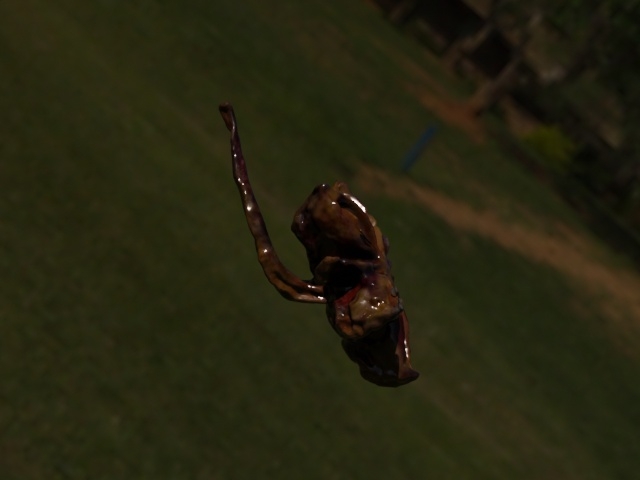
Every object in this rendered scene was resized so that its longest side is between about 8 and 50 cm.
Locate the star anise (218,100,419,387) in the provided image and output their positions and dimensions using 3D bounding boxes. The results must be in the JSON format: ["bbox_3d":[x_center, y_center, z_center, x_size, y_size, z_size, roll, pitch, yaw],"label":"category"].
[{"bbox_3d":[0.000,0.000,1.128,0.190,0.070,0.097,64,11,7],"label":"star anise"}]
